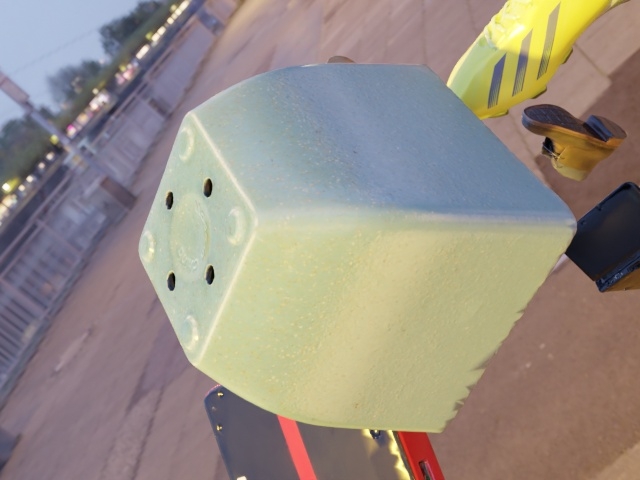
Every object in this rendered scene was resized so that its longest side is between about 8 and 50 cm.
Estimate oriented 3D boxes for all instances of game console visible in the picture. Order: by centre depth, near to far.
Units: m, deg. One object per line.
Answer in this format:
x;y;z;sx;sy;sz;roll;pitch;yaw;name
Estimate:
0.339;-0.003;0.987;0.122;0.107;0.071;-49;52;46;game console
0.014;0.335;1.260;0.342;0.387;0.060;-30;-15;38;game console

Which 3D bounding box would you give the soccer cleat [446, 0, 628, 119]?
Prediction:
0.215;-0.226;0.850;0.289;0.121;0.093;-39;49;25;soccer cleat

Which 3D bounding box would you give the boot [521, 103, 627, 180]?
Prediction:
0.385;-0.148;1.461;0.106;0.219;0.082;-61;39;32;boot

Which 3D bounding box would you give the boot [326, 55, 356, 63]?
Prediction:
-0.017;-0.082;1.161;0.295;0.104;0.211;-75;7;-50;boot

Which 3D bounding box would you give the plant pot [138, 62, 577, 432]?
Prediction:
0.000;0.000;0.762;0.248;0.252;0.247;55;130;40;plant pot
